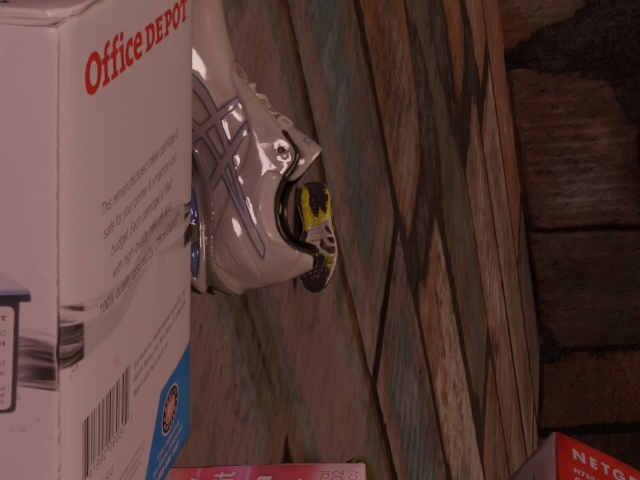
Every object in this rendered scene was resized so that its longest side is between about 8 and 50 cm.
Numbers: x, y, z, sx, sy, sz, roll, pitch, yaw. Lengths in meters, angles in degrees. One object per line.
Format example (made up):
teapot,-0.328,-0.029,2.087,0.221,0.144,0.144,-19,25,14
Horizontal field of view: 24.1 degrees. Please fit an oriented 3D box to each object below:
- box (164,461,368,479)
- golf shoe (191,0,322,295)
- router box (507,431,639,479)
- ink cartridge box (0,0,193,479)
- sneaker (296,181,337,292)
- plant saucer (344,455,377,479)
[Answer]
box,-0.054,0.235,0.509,0.300,0.142,0.154,-80,162,-48
golf shoe,-0.040,-0.060,0.788,0.069,0.086,0.176,-29,114,-74
router box,0.044,0.299,0.637,0.335,0.082,0.301,-55,-165,34
ink cartridge box,-0.093,0.006,0.471,0.139,0.082,0.190,-62,155,-68
sneaker,0.000,0.000,1.080,0.035,0.031,0.083,61,29,-65
plant saucer,0.014,0.274,1.065,0.241,0.037,0.241,-2,90,-79
